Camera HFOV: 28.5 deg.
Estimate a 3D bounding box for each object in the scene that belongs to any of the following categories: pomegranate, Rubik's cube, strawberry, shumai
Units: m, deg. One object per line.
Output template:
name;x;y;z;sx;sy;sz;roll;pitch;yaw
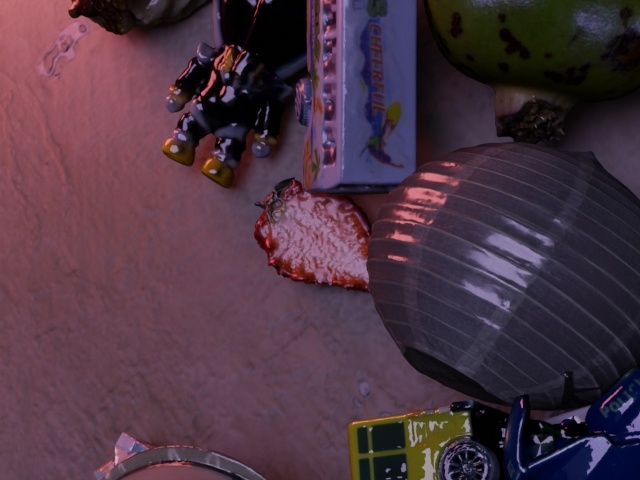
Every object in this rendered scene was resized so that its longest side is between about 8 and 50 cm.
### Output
pomegranate;0.205;-0.216;1.098;0.254;0.254;0.270;7;92;26
Rubik's cube;-0.181;0.238;1.245;0.075;0.084;0.073;24;84;44
strawberry;0.000;0.001;1.240;0.152;0.048;0.104;37;87;11
shumai;-0.216;-0.317;1.360;0.184;0.142;0.184;-4;78;21

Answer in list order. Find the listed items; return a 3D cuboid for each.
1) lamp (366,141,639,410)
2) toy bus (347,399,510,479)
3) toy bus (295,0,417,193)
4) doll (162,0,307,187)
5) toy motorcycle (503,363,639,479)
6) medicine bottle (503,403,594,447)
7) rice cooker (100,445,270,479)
lamp;0.171;0.026;1.053;0.265;0.233;0.233;22;87;45
toy bus;0.106;0.279;1.078;0.150;0.128;0.262;-11;72;23
toy bus;0.038;-0.206;1.172;0.109;0.136;0.329;-1;92;-10
doll;-0.054;-0.207;1.282;0.145;0.103;0.316;31;96;32
toy motorcycle;0.261;0.141;0.903;0.331;0.125;0.196;-42;80;7
medicine bottle;0.257;0.302;0.996;0.130;0.130;0.340;-22;74;18
rice cooker;-0.134;0.333;1.087;0.317;0.316;0.264;-43;88;9
